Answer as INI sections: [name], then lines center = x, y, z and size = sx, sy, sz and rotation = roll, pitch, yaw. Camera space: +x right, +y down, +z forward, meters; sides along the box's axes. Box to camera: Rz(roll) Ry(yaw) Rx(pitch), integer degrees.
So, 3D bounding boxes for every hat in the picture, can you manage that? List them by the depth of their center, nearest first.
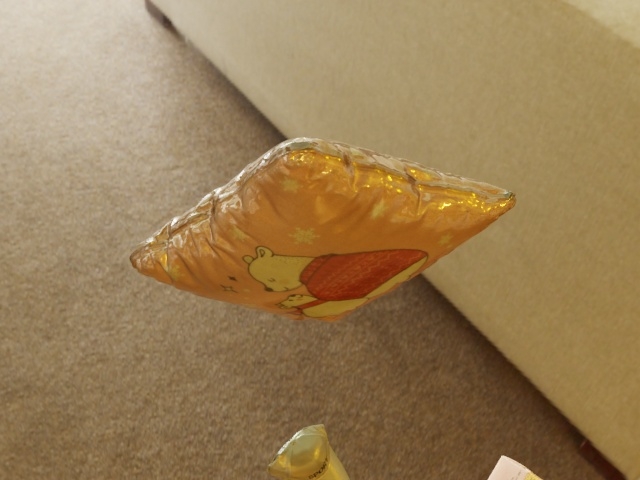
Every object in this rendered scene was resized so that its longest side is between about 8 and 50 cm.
[hat]
center = -0.004, 0.453, 1.580
size = 0.147, 0.085, 0.175
rotation = -42, 91, -19

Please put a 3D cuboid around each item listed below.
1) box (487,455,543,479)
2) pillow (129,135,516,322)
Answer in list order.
[box]
center = 0.213, 0.322, 0.920
size = 0.043, 0.089, 0.125
rotation = 23, 77, 50
[pillow]
center = 0.000, 0.000, 0.610
size = 0.223, 0.236, 0.084
rotation = 10, 61, -37
